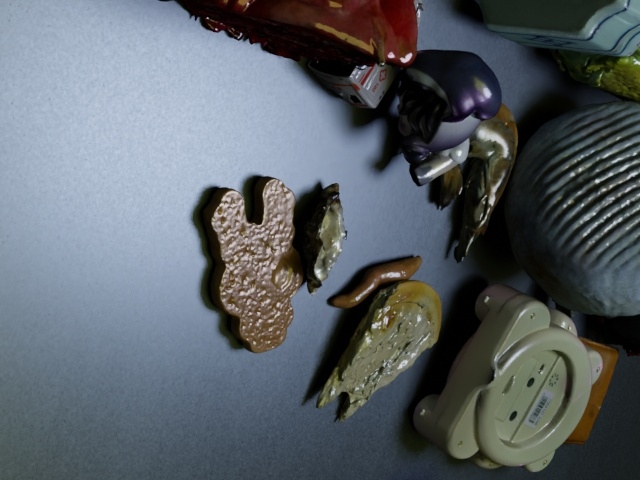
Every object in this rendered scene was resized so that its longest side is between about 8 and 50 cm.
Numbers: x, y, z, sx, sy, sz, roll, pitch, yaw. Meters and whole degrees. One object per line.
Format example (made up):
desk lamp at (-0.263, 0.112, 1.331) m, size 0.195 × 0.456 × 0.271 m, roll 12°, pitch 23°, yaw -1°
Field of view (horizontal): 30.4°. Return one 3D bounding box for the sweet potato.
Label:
sweet potato at (0.089, 0.055, 1.718) m, size 0.179 × 0.044 × 0.044 m, roll -25°, pitch 117°, yaw -36°

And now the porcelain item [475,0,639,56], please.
porcelain item at (0.372, -0.412, 1.679) m, size 0.157 × 0.286 × 0.281 m, roll 9°, pitch 94°, yaw -45°

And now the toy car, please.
toy car at (0.078, -0.283, 1.584) m, size 0.108 × 0.089 × 0.209 m, roll 41°, pitch 76°, yaw -46°

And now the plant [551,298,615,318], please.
plant at (0.464, 0.053, 1.987) m, size 0.203 × 0.131 × 0.142 m, roll -38°, pitch 127°, yaw -11°

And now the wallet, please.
wallet at (0.444, 0.264, 2.092) m, size 0.161 × 0.042 × 0.195 m, roll 16°, pitch 93°, yaw -39°

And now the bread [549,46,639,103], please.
bread at (0.538, -0.313, 1.876) m, size 0.377 × 0.251 × 0.208 m, roll 12°, pitch 96°, yaw -44°

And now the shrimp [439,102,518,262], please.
shrimp at (0.232, -0.098, 1.791) m, size 0.145 × 0.059 × 0.254 m, roll 29°, pitch 81°, yaw -40°

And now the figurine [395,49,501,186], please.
figurine at (0.170, -0.175, 1.610) m, size 0.145 × 0.145 × 0.222 m, roll -49°, pitch 160°, yaw -21°

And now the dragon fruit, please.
dragon fruit at (-0.054, -0.343, 1.345) m, size 0.329 × 0.286 × 0.227 m, roll 16°, pitch 94°, yaw -35°

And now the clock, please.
clock at (0.316, 0.238, 1.903) m, size 0.309 × 0.114 × 0.284 m, roll 28°, pitch 90°, yaw -45°

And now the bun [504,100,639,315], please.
bun at (0.462, -0.041, 1.823) m, size 0.362 × 0.362 × 0.211 m, roll -54°, pitch 147°, yaw -17°

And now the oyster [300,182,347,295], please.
oyster at (0.001, -0.006, 1.610) m, size 0.103 × 0.051 × 0.148 m, roll 69°, pitch 40°, yaw -67°

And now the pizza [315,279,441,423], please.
pizza at (0.088, 0.160, 1.725) m, size 0.262 × 0.034 × 0.181 m, roll -45°, pitch 141°, yaw -20°

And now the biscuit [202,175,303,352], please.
biscuit at (-0.084, 0.035, 1.559) m, size 0.144 × 0.040 × 0.236 m, roll -16°, pitch 113°, yaw -31°

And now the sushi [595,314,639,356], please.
sushi at (0.569, 0.124, 2.090) m, size 0.150 × 0.153 × 0.172 m, roll -22°, pitch 138°, yaw -58°
